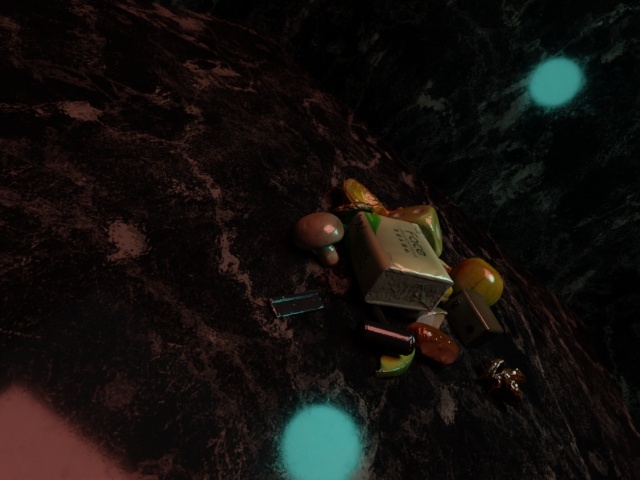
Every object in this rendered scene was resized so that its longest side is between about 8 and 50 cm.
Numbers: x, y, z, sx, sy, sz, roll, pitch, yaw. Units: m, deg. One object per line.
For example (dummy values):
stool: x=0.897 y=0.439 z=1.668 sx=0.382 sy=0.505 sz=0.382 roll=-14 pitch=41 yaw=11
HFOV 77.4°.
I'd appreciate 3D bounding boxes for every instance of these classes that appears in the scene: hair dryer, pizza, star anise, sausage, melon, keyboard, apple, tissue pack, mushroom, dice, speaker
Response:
hair dryer: x=0.214 y=0.306 z=1.466 sx=0.197 sy=0.089 sz=0.251 roll=18 pitch=21 yaw=-14
pizza: x=0.660 y=0.139 z=2.257 sx=0.271 sy=0.056 sz=0.134 roll=34 pitch=22 yaw=-15
star anise: x=0.761 y=0.590 z=1.698 sx=0.346 sy=0.148 sz=0.237 roll=31 pitch=28 yaw=-40
sausage: x=0.433 y=0.401 z=1.566 sx=0.259 sy=0.133 sz=0.133 roll=29 pitch=32 yaw=-22
melon: x=0.260 y=0.418 z=1.410 sx=0.114 sy=0.053 sz=0.262 roll=46 pitch=28 yaw=20
keyboard: x=-0.077 y=0.207 z=1.304 sx=0.231 sy=0.023 sz=0.072 roll=-1 pitch=58 yaw=-51
apple: x=0.837 y=0.228 z=2.148 sx=0.286 sy=0.233 sz=0.286 roll=36 pitch=15 yaw=-12
melon: x=0.487 y=0.334 z=1.742 sx=0.202 sy=0.140 sz=0.093 roll=-24 pitch=93 yaw=-61
tissue pack: x=0.306 y=0.078 z=1.671 sx=0.332 sy=0.205 sz=0.404 roll=13 pitch=34 yaw=-21
mushroom: x=-0.008 y=-0.015 z=1.545 sx=0.207 sy=0.209 sz=0.206 roll=-3 pitch=48 yaw=3
dice: x=0.467 y=-0.029 z=1.985 sx=0.238 sy=0.233 sz=0.227 roll=71 pitch=25 yaw=-19
speaker: x=0.732 y=0.378 z=1.931 sx=0.193 sy=0.153 sz=0.230 roll=17 pitch=39 yaw=-39

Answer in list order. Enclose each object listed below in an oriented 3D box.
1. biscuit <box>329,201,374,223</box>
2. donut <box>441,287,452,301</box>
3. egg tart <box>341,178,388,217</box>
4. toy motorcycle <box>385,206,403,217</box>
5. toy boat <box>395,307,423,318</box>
biscuit: x=0.135 y=-0.124 z=1.804 sx=0.226 sy=0.226 sz=0.042 roll=4 pitch=68 yaw=-48
donut: x=0.556 y=0.203 z=2.003 sx=0.253 sy=0.118 sz=0.253 roll=45 pitch=16 yaw=-17
egg tart: x=0.207 y=-0.173 z=2.043 sx=0.319 sy=0.128 sz=0.318 roll=33 pitch=29 yaw=-21
toy motorcycle: x=0.483 y=-0.097 z=2.272 sx=0.326 sy=0.147 sz=0.221 roll=22 pitch=12 yaw=-22
toy boat: x=0.378 y=0.264 z=1.732 sx=0.155 sy=0.085 sz=0.227 roll=23 pitch=24 yaw=1
